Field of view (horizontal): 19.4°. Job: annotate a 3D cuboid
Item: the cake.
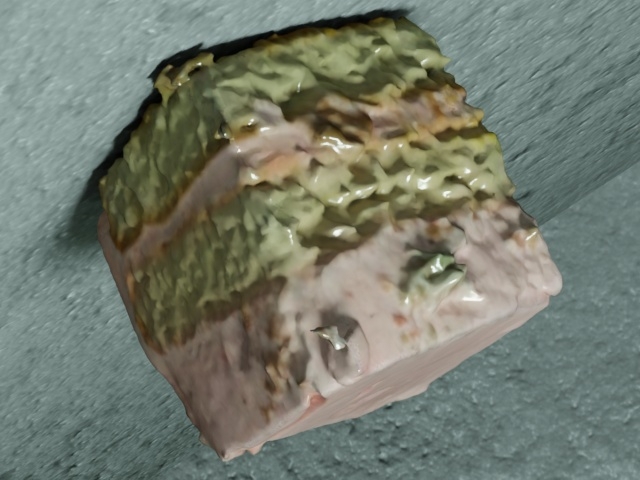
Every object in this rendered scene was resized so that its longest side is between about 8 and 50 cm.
[{"bbox_3d":[0.000,0.000,1.673,0.314,0.307,0.293,-19,164,-36],"label":"cake"}]
